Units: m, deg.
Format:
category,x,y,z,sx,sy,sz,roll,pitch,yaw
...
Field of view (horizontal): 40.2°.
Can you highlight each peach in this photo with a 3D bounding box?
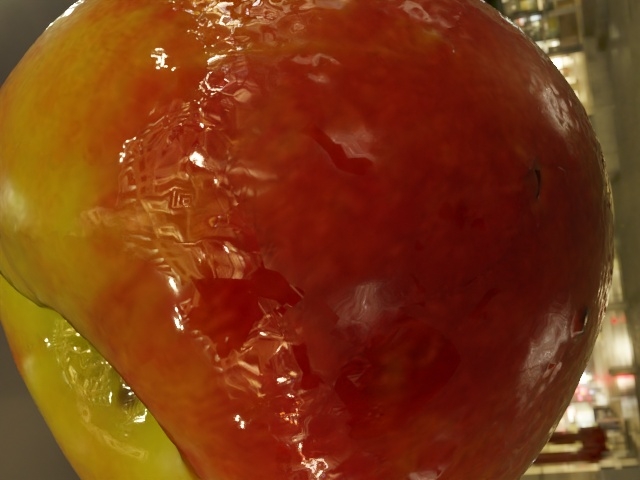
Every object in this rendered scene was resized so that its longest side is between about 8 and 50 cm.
category,x,y,z,sx,sy,sz,roll,pitch,yaw
peach,0.000,0.000,0.541,0.388,0.389,0.388,-8,-90,-75
